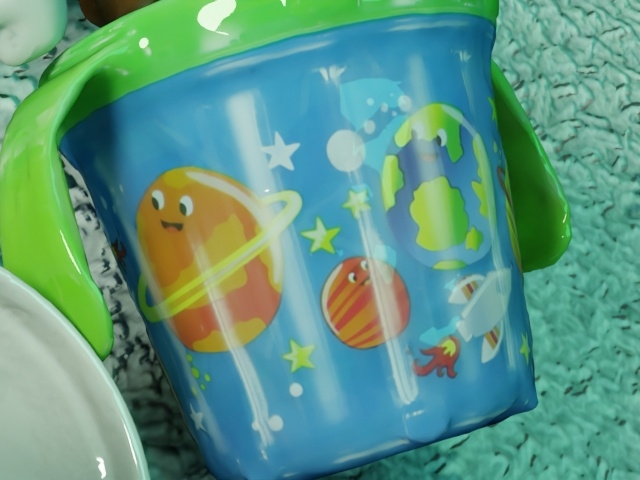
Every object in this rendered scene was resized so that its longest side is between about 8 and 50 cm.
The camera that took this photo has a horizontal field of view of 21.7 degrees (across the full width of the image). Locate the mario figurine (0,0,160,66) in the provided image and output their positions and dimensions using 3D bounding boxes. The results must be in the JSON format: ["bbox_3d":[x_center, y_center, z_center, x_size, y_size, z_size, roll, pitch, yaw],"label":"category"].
[{"bbox_3d":[-0.224,-0.167,0.781,0.320,0.198,0.170,13,78,-51],"label":"mario figurine"}]

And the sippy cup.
[{"bbox_3d":[0.000,0.000,0.827,0.305,0.240,0.224,-15,84,-10],"label":"sippy cup"}]

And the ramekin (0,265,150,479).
[{"bbox_3d":[-0.179,0.110,0.652,0.207,0.109,0.207,23,50,-31],"label":"ramekin"}]
